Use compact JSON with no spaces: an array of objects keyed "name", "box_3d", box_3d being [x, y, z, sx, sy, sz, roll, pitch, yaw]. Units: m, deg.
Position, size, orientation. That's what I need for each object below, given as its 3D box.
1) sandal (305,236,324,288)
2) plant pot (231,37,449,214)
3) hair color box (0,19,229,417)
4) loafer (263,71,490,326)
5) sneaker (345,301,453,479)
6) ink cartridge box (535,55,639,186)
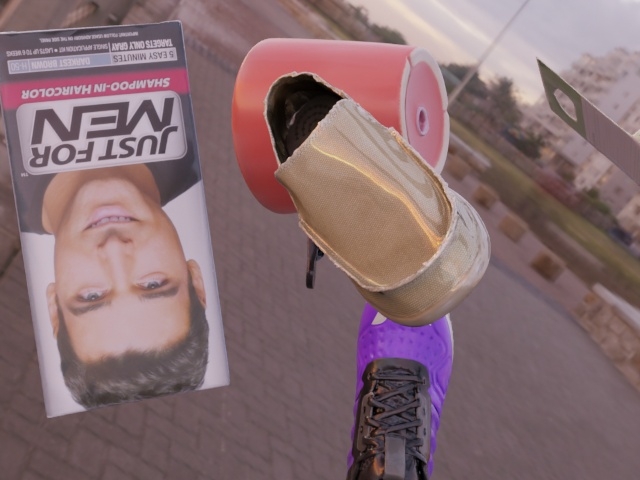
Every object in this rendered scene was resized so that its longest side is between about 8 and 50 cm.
[{"name":"sandal","box_3d":[0.000,0.000,1.501,0.067,0.040,0.179,83,9,-59]},{"name":"plant pot","box_3d":[0.043,-0.171,1.305,0.243,0.275,0.275,0,-7,27]},{"name":"hair color box","box_3d":[-0.215,-0.025,0.928,0.185,0.375,0.113,-8,4,-16]},{"name":"loafer","box_3d":[0.020,-0.039,0.632,0.092,0.102,0.268,36,10,-37]},{"name":"sneaker","box_3d":[0.080,0.188,0.912,0.102,0.294,0.146,5,14,6]},{"name":"ink cartridge box","box_3d":[0.316,-0.092,0.863,0.235,0.056,0.171,50,8,19]}]
